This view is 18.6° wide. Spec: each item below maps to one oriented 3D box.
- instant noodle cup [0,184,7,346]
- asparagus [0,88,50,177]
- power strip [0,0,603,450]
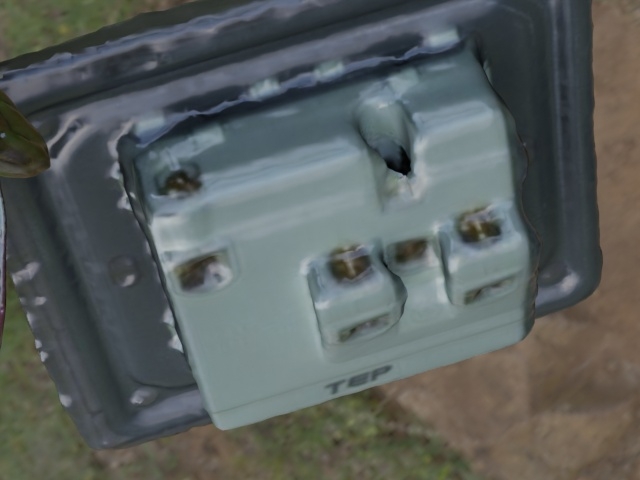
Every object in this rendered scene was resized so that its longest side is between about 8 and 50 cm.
[{"bbox_3d":[-0.239,-0.016,0.691,0.235,0.178,0.234,28,125,50],"label":"instant noodle cup"},{"bbox_3d":[-0.124,-0.075,0.317,0.034,0.027,0.236,-23,137,19],"label":"asparagus"},{"bbox_3d":[0.001,0.002,0.805,0.251,0.257,0.092,78,174,-59],"label":"power strip"}]
